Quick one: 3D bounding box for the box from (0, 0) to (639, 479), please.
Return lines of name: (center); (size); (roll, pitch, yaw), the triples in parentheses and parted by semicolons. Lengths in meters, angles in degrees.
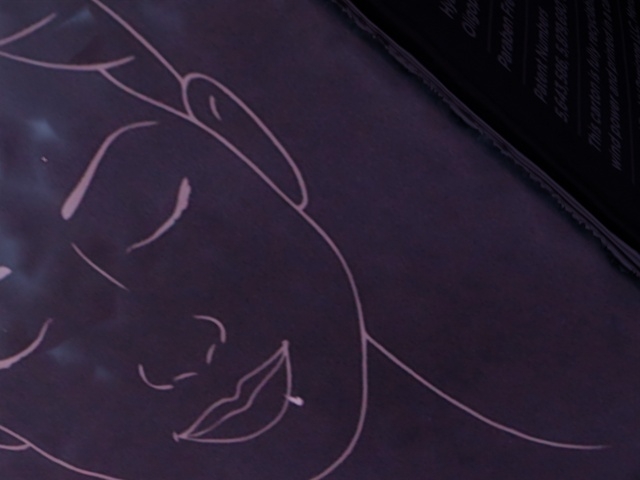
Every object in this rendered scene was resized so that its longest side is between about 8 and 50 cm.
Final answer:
box: (-0.149, -0.029, 0.779); (0.472, 0.297, 0.480); (39, 119, -20)
